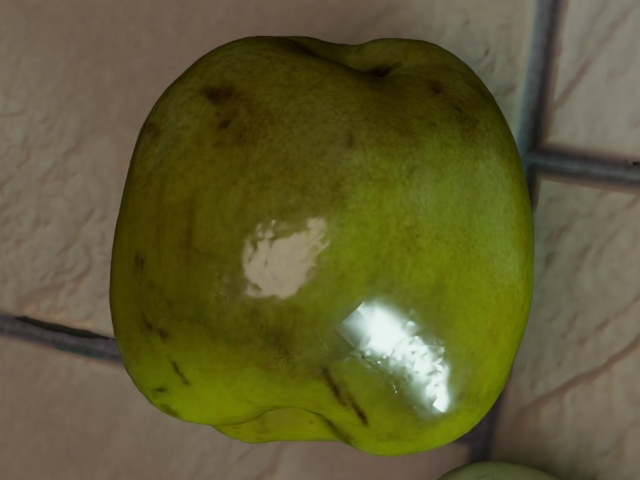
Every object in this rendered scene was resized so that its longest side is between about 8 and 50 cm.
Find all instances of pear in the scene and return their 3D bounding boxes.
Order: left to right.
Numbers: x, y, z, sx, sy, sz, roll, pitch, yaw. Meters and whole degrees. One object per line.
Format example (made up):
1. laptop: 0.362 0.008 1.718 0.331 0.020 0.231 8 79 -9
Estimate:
1. pear: 0.000 0.000 0.701 0.200 0.200 0.200 3 97 22

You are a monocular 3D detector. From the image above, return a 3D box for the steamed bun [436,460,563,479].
1. steamed bun: 0.085 0.165 0.730 0.112 0.091 0.130 8 101 25
